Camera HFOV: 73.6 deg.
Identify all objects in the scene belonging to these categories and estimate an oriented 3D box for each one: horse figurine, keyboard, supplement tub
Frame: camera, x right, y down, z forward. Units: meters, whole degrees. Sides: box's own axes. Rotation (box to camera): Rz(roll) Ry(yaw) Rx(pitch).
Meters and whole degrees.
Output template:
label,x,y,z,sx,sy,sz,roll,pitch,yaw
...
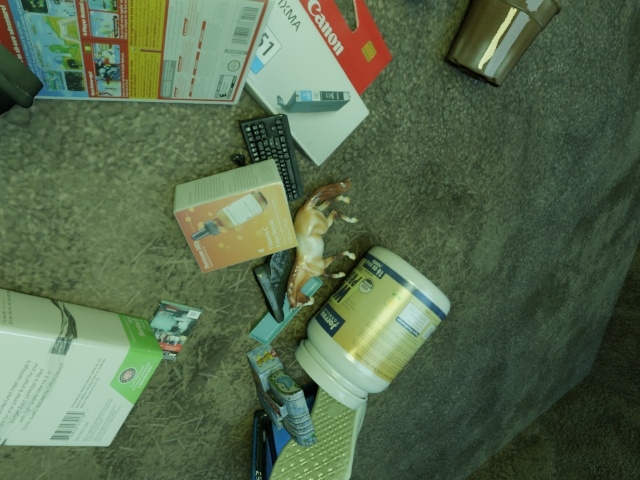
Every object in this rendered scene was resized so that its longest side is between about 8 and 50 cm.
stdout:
label,x,y,z,sx,sy,sz,roll,pitch,yaw
horse figurine,0.000,0.000,0.871,0.174,0.066,0.263,-9,111,-38
keyboard,-0.094,-0.130,0.737,0.108,0.023,0.180,-9,137,2
supplement tub,0.113,0.195,0.975,0.316,0.228,0.228,-50,133,-1

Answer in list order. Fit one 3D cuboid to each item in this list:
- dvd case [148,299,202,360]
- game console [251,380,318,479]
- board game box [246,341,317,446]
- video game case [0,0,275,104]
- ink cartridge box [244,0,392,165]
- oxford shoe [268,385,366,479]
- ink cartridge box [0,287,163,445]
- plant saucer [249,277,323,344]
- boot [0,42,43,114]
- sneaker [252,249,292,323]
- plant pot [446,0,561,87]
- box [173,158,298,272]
label,x,y,z,sx,sy,sz,roll,pitch,yaw
dvd case,-0.291,0.173,0.815,0.087,0.013,0.119,24,101,-42
game console,-0.073,0.560,1.105,0.173,0.250,0.293,-6,122,-3
board game box,-0.097,0.339,0.964,0.060,0.194,0.194,-25,114,-24
video game case,-0.217,-0.234,0.508,0.285,0.204,0.025,-7,75,-26
ink cartridge box,-0.007,-0.314,0.698,0.261,0.066,0.296,-48,133,-1
oxford shoe,0.010,0.490,1.029,0.130,0.169,0.449,88,23,-43
ink cartridge box,-0.426,0.204,0.664,0.273,0.115,0.198,28,97,-43
plant saucer,-0.078,0.148,0.953,0.192,0.018,0.067,-49,133,-3
boot,-0.405,-0.103,0.257,0.348,0.131,0.260,28,89,-30
sneaker,-0.082,0.087,0.886,0.089,0.051,0.170,-28,118,-19
plant pot,0.347,-0.407,0.846,0.167,0.167,0.165,9,117,-39
box,-0.137,-0.041,0.713,0.171,0.091,0.130,-17,127,-4
